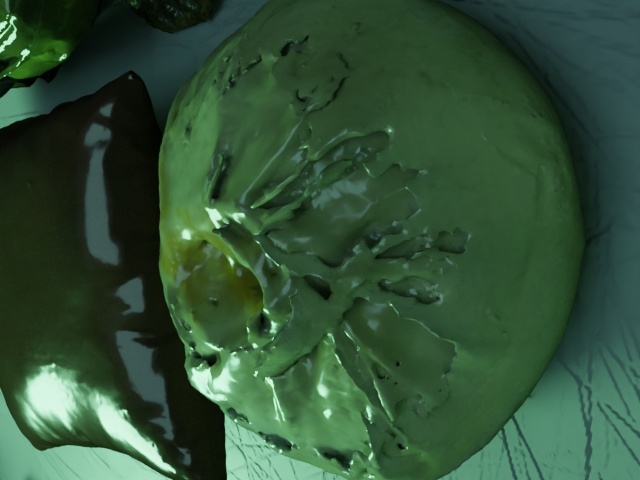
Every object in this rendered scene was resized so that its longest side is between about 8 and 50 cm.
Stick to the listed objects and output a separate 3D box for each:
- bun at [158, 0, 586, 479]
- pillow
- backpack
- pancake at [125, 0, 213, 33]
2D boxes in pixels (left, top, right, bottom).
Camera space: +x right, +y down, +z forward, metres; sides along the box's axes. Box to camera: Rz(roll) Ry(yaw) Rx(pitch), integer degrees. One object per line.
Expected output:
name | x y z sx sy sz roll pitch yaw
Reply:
bun | 0.000 0.000 0.413 0.287 0.146 0.287 10 106 37
pillow | -0.198 0.044 0.610 0.308 0.108 0.305 -7 98 44
backpack | -0.250 -0.212 0.559 0.253 0.140 0.207 3 102 44
pancake | -0.117 -0.197 0.521 0.108 0.017 0.108 25 135 28
